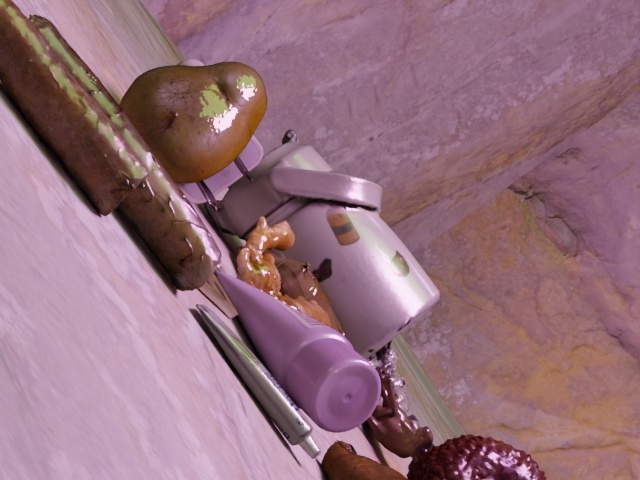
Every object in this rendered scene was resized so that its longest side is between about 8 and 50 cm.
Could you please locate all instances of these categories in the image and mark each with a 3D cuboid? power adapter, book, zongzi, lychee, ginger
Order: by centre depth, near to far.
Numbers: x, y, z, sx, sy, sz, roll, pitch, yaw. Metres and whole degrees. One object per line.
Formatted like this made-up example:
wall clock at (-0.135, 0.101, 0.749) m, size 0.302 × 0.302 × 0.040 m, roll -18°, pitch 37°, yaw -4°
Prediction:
book at (-0.172, -0.011, 1.651) m, size 0.168 × 0.013 × 0.192 m, roll 56°, pitch 3°, yaw 36°
lychee at (0.184, 0.330, 1.800) m, size 0.194 × 0.194 × 0.194 m, roll 54°, pitch 4°, yaw -5°
ginger at (-0.047, 0.070, 1.849) m, size 0.176 × 0.052 × 0.193 m, roll 12°, pitch 62°, yaw -50°
power adapter at (-0.158, -0.127, 1.991) m, size 0.125 × 0.130 × 0.205 m, roll 51°, pitch 6°, yaw -49°
zongzi at (-0.039, 0.096, 2.011) m, size 0.189 × 0.081 × 0.178 m, roll 62°, pitch -16°, yaw -25°

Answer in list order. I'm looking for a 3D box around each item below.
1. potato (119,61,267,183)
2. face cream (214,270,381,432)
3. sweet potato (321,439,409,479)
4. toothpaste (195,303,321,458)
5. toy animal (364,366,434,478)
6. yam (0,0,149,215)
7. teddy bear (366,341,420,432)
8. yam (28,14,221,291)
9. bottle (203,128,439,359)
potato at (-0.157, -0.159, 1.851) m, size 0.157 × 0.194 × 0.157 m, roll 50°, pitch -19°, yaw 25°
face cream at (-0.034, 0.122, 1.705) m, size 0.154 × 0.096 × 0.274 m, roll 49°, pitch -7°, yaw -35°
sweet potato at (0.061, 0.268, 1.472) m, size 0.112 × 0.085 × 0.286 m, roll 48°, pitch 5°, yaw -18°
toothpaste at (-0.064, 0.142, 1.497) m, size 0.197 × 0.029 × 0.048 m, roll 52°, pitch 3°, yaw 8°
toy animal at (0.118, 0.276, 2.086) m, size 0.186 × 0.094 × 0.214 m, roll 62°, pitch -6°, yaw -12°
yam at (-0.270, -0.156, 1.357) m, size 0.299 × 0.066 × 0.066 m, roll 52°, pitch 4°, yaw -13°
teddy bear at (0.074, 0.205, 2.255) m, size 0.133 × 0.111 × 0.213 m, roll 8°, pitch 67°, yaw -58°
yam at (-0.208, -0.088, 1.476) m, size 0.317 × 0.071 × 0.067 m, roll 54°, pitch 40°, yaw -7°
bottle at (0.000, 0.000, 2.108) m, size 0.351 × 0.229 × 0.229 m, roll 54°, pitch 4°, yaw 4°
